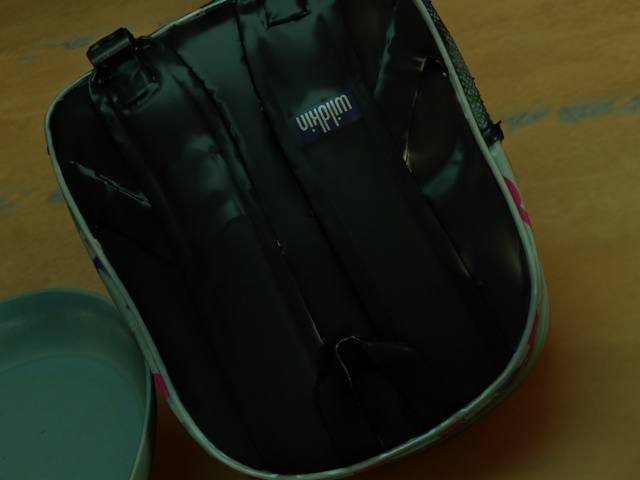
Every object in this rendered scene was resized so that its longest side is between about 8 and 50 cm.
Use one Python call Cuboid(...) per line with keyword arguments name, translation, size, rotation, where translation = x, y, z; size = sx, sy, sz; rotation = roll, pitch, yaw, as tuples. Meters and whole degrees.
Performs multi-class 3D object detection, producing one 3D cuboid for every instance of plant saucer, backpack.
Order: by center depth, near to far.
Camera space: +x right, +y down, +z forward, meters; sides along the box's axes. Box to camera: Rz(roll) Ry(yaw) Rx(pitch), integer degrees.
Cuboid(name="backpack", translation=(0.000, 0.000, 0.872), size=(0.225, 0.191, 0.253), rotation=(-28, 76, 5))
Cuboid(name="plant saucer", translation=(-0.210, 0.164, 0.923), size=(0.317, 0.044, 0.317), rotation=(-26, 37, 21))
